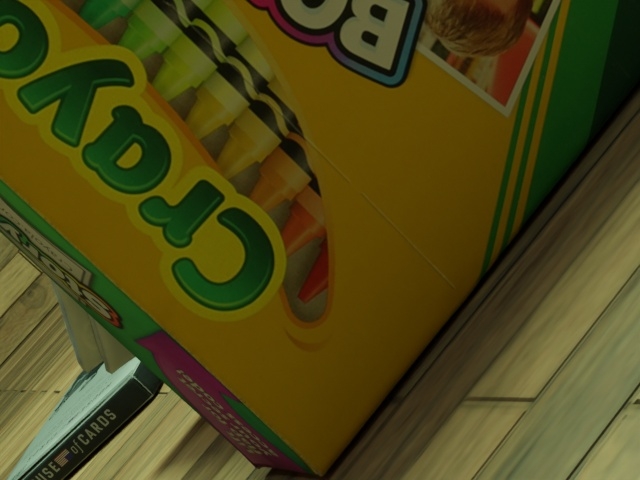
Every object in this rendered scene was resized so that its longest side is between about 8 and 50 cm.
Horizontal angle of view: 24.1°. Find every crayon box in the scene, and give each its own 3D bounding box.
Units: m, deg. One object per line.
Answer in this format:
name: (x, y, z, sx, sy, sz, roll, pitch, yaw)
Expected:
crayon box: (-0.045, -0.132, 0.665, 0.313, 0.363, 0.106, -50, 11, -19)

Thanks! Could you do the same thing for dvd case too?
dvd case: (-0.174, 0.120, 1.251, 0.179, 0.029, 0.239, -43, 10, 21)

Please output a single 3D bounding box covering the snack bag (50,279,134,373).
snack bag: (-0.051, -0.124, 0.855, 0.323, 0.037, 0.342, -38, -40, -24)
